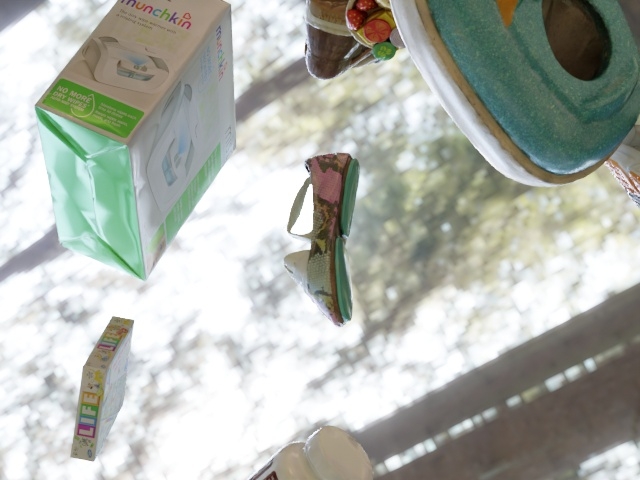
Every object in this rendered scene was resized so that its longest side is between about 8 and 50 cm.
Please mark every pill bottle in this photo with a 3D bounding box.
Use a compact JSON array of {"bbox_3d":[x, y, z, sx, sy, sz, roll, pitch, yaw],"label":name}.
[{"bbox_3d":[-0.027,0.234,1.544,0.086,0.152,0.086,36,-154,-21],"label":"pill bottle"}]

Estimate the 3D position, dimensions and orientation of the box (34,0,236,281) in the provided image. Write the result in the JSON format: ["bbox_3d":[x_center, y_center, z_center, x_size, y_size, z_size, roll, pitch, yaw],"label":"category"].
[{"bbox_3d":[-0.204,-0.130,1.989,0.126,0.262,0.231,23,-123,15],"label":"box"}]

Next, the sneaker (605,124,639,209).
[{"bbox_3d":[0.319,-0.054,1.336,0.099,0.121,0.262,46,174,-31],"label":"sneaker"}]

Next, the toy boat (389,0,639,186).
[{"bbox_3d":[0.192,-0.211,1.342,0.318,0.148,0.267,-44,-75,-36],"label":"toy boat"}]

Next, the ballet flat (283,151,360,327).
[{"bbox_3d":[0.000,0.000,1.948,0.077,0.079,0.221,66,-156,-58],"label":"ballet flat"}]

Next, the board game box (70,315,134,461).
[{"bbox_3d":[-0.227,0.153,1.835,0.026,0.103,0.154,11,-163,2],"label":"board game box"}]

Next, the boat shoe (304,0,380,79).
[{"bbox_3d":[0.041,-0.292,2.350,0.123,0.123,0.342,13,-159,5],"label":"boat shoe"}]

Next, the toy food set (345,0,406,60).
[{"bbox_3d":[0.065,-0.204,1.589,0.082,0.083,0.020,41,-151,-31],"label":"toy food set"}]
